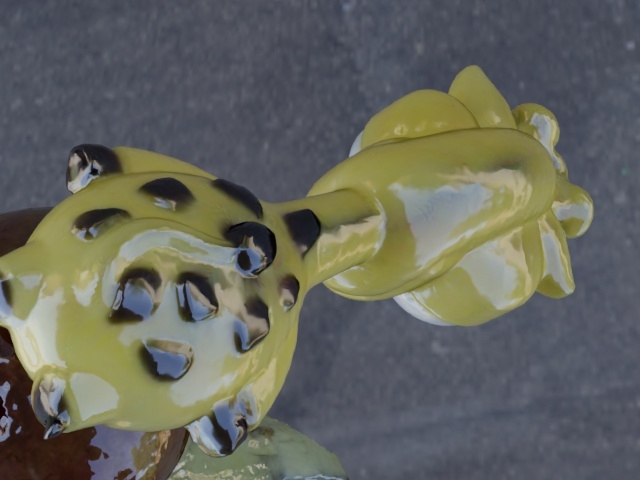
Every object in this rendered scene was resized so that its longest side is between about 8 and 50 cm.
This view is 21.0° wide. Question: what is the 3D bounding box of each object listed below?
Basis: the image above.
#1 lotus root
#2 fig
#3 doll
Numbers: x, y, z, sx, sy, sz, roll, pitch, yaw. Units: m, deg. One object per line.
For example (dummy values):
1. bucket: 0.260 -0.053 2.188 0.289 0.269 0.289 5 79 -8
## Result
1. lotus root: -0.074 0.171 1.182 0.070 0.144 0.143 27 98 -44
2. fig: -0.125 0.047 0.888 0.170 0.274 0.145 12 110 13
3. doll: -0.001 0.000 0.647 0.086 0.291 0.117 -24 86 46
